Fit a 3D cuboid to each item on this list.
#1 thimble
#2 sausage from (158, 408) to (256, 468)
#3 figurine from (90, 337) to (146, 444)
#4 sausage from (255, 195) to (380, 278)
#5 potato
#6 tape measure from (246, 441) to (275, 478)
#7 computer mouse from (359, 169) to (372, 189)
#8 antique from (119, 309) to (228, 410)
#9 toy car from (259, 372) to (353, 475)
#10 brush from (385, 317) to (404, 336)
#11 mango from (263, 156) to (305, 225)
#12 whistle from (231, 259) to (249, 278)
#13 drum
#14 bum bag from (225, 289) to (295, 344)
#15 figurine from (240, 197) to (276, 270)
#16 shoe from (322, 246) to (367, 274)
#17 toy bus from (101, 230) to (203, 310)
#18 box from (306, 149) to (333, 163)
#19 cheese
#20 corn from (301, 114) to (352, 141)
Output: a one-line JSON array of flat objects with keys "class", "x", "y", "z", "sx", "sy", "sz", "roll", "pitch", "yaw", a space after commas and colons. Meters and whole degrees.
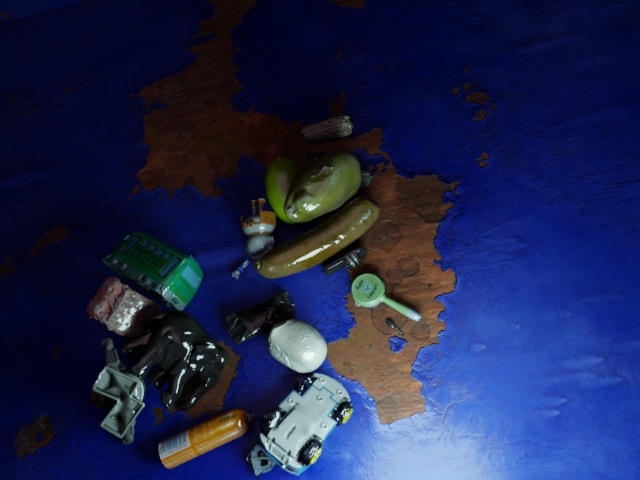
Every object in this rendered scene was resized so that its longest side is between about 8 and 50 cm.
[{"class": "thimble", "x": -0.709, "y": 0.250, "z": 1.714, "sx": 0.239, "sy": 0.239, "sz": 0.162, "roll": 25, "pitch": 72, "yaw": 24}, {"class": "sausage", "x": -0.351, "y": 0.618, "z": 1.515, "sx": 0.312, "sy": 0.093, "sz": 0.093, "roll": -25, "pitch": 60, "yaw": 0}, {"class": "figurine", "x": -0.664, "y": 0.502, "z": 1.561, "sx": 0.167, "sy": 0.285, "sz": 0.342, "roll": 10, "pitch": 81, "yaw": -22}, {"class": "sausage", "x": 0.001, "y": 0.003, "z": 1.720, "sx": 0.501, "sy": 0.123, "sz": 0.136, "roll": -32, "pitch": 95, "yaw": -3}, {"class": "potato", "x": 0.004, "y": -0.190, "z": 1.718, "sx": 0.218, "sy": 0.202, "sz": 0.351, "roll": 8, "pitch": 43, "yaw": 48}, {"class": "tape measure", "x": -0.176, "y": 0.668, "z": 1.466, "sx": 0.094, "sy": 0.054, "sz": 0.091, "roll": -39, "pitch": 67, "yaw": -5}, {"class": "computer mouse", "x": 0.117, "y": -0.231, "z": 1.857, "sx": 0.182, "sy": 0.056, "sz": 0.089, "roll": -15, "pitch": 65, "yaw": 5}, {"class": "antique", "x": -0.474, "y": 0.385, "z": 1.589, "sx": 0.255, "sy": 0.185, "sz": 0.322, "roll": -40, "pitch": 94, "yaw": -18}, {"class": "toy car", "x": -0.038, "y": 0.550, "z": 1.439, "sx": 0.198, "sy": 0.166, "sz": 0.314, "roll": 29, "pitch": 44, "yaw": 23}, {"class": "brush", "x": 0.248, "y": 0.290, "z": 1.582, "sx": 0.024, "sy": 0.008, "sz": 0.083, "roll": -39, "pitch": 61, "yaw": -11}, {"class": "mango", "x": -0.126, "y": -0.189, "z": 1.852, "sx": 0.175, "sy": 0.143, "sz": 0.293, "roll": -17, "pitch": 71, "yaw": -4}, {"class": "whistle", "x": -0.301, "y": 0.108, "z": 1.801, "sx": 0.033, "sy": 0.029, "sz": 0.083, "roll": 43, "pitch": 84, "yaw": -9}, {"class": "drum", "x": 0.227, "y": 0.184, "z": 1.618, "sx": 0.253, "sy": 0.049, "sz": 0.130, "roll": 12, "pitch": 67, "yaw": 19}, {"class": "bum bag", "x": -0.211, "y": 0.270, "z": 1.676, "sx": 0.248, "sy": 0.060, "sz": 0.123, "roll": -27, "pitch": 59, "yaw": -2}, {"class": "figurine", "x": -0.234, "y": -0.025, "z": 1.788, "sx": 0.143, "sy": 0.143, "sz": 0.271, "roll": -1, "pitch": 64, "yaw": 13}, {"class": "shoe", "x": 0.095, "y": 0.089, "z": 1.691, "sx": 0.179, "sy": 0.071, "sz": 0.049, "roll": -28, "pitch": 61, "yaw": 6}, {"class": "toy bus", "x": -0.619, "y": 0.102, "z": 1.794, "sx": 0.344, "sy": 0.183, "sz": 0.199, "roll": 25, "pitch": 68, "yaw": 23}, {"class": "box", "x": 0.004, "y": -0.310, "z": 1.941, "sx": 0.126, "sy": 0.027, "sz": 0.125, "roll": -5, "pitch": 63, "yaw": 12}, {"class": "cheese", "x": -0.071, "y": 0.340, "z": 1.537, "sx": 0.189, "sy": 0.198, "sz": 0.154, "roll": 34, "pitch": 73, "yaw": 17}, {"class": "corn", "x": 0.031, "y": -0.461, "z": 1.987, "sx": 0.211, "sy": 0.087, "sz": 0.087, "roll": -12, "pitch": 61, "yaw": 15}]
